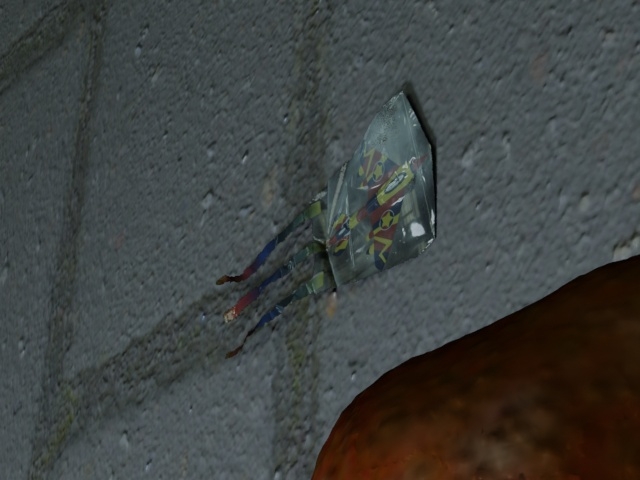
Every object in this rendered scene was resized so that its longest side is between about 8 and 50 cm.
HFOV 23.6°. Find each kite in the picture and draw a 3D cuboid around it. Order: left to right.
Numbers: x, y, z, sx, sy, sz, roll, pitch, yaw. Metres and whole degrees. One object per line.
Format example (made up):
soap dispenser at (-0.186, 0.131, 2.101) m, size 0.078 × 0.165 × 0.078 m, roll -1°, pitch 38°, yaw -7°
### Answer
kite at (0.001, 0.001, 1.138) m, size 0.245 × 0.015 × 0.141 m, roll -38°, pitch 42°, yaw 35°

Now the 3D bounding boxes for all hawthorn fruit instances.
hawthorn fruit at (0.141, 0.191, 0.570) m, size 0.285 × 0.284 × 0.369 m, roll -41°, pitch 46°, yaw 38°
